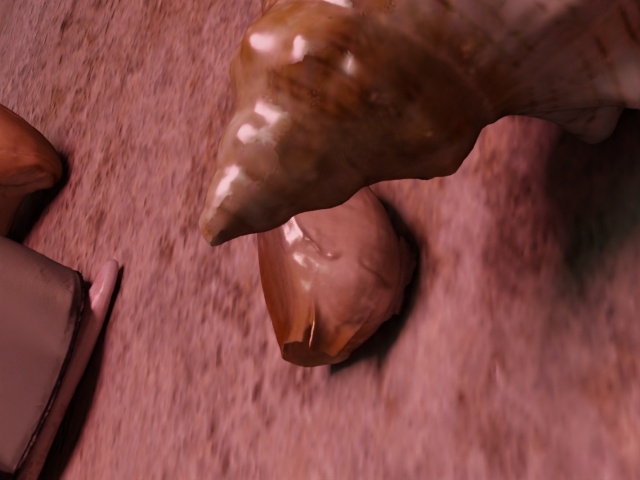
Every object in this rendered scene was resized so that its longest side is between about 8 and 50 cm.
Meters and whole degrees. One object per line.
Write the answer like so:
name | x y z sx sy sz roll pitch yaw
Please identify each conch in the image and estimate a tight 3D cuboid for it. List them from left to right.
conch | 0.082 -0.131 0.506 0.203 0.170 0.386 25 51 37

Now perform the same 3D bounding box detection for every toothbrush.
toothbrush | -0.193 0.153 0.799 0.025 0.029 0.307 -7 58 53

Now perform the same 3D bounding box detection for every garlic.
garlic | -0.005 -0.004 0.599 0.084 0.066 0.152 -46 37 28

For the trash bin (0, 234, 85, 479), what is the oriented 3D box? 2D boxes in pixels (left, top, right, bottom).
trash bin | -0.328 0.061 0.809 0.217 0.262 0.277 -52 25 21

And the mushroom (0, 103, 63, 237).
mushroom | -0.385 0.043 1.062 0.407 0.137 0.154 -50 17 14
